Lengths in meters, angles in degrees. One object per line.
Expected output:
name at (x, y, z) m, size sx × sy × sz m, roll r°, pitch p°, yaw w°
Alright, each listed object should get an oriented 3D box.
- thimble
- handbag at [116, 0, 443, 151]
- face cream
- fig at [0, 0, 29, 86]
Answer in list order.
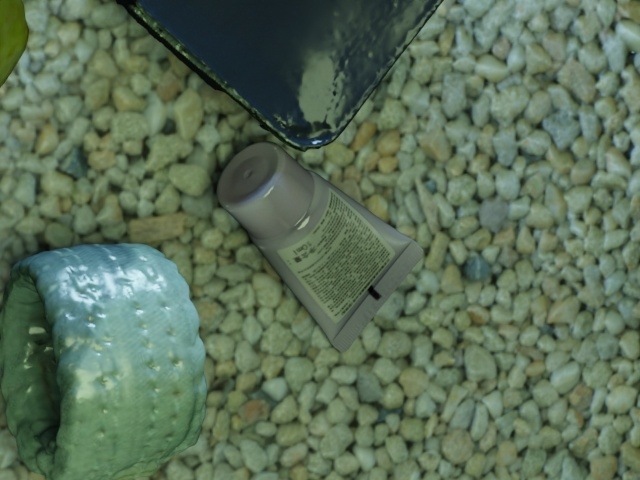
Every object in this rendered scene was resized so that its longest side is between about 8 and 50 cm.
thimble at (-0.224, 0.128, 1.907) m, size 0.172 × 0.205 × 0.250 m, roll -5°, pitch 88°, yaw -30°
handbag at (-0.027, -0.299, 1.941) m, size 0.303 × 0.122 × 0.329 m, roll 40°, pitch 85°, yaw -26°
face cream at (0.000, 0.000, 2.053) m, size 0.154 × 0.096 × 0.274 m, roll -52°, pitch 130°, yaw -8°
fig at (-0.421, -0.187, 1.717) m, size 0.326 × 0.258 × 0.258 m, roll -8°, pitch 106°, yaw -39°
